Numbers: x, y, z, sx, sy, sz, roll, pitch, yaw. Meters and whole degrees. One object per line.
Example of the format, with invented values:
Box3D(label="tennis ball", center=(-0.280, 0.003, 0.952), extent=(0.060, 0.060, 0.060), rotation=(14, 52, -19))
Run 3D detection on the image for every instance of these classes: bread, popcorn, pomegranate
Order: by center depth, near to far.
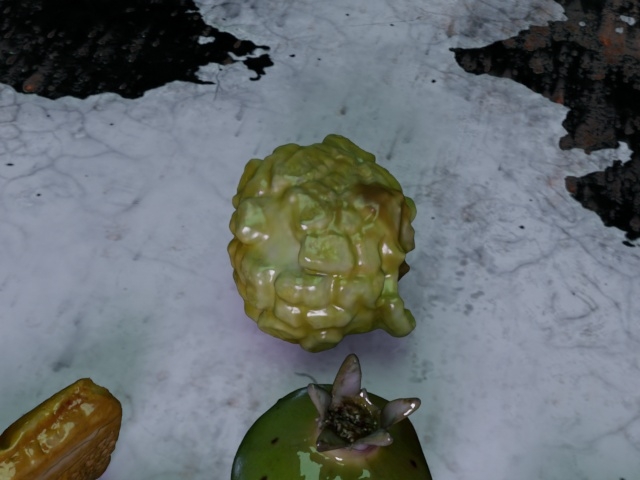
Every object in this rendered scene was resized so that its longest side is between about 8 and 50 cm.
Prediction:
Box3D(label="bread", center=(-0.287, 0.216, 1.040), extent=(0.077, 0.139, 0.271), rotation=(42, 53, 19))
Box3D(label="pomegranate", center=(0.017, 0.192, 1.054), extent=(0.181, 0.224, 0.181), rotation=(8, 48, -9))
Box3D(label="popcorn", center=(0.011, 0.004, 1.291), extent=(0.217, 0.181, 0.235), rotation=(16, 47, 5))
